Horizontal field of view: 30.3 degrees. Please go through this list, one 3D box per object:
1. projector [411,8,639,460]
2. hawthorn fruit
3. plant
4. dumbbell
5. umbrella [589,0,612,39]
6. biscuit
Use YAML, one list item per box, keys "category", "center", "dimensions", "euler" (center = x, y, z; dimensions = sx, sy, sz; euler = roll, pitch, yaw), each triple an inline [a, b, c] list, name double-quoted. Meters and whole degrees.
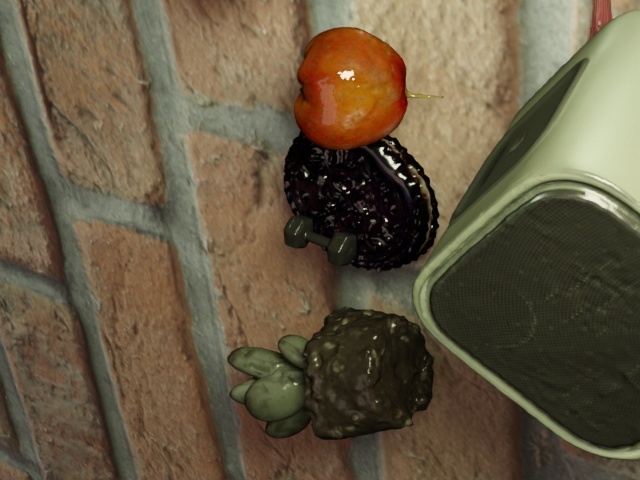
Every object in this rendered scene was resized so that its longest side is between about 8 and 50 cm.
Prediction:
- category: "projector"
  center: [0.257, -0.005, 0.987]
  dimensions: [0.248, 0.249, 0.248]
  euler: [39, 139, -3]
- category: "hawthorn fruit"
  center: [0.033, -0.149, 1.189]
  dimensions: [0.125, 0.140, 0.125]
  euler: [-23, 63, 54]
- category: "plant"
  center: [0.003, 0.164, 1.433]
  dimensions: [0.274, 0.149, 0.146]
  euler: [-16, 91, 44]
- category: "dumbbell"
  center: [0.000, 0.000, 1.304]
  dimensions: [0.083, 0.036, 0.040]
  euler: [22, 133, 28]
- category: "umbrella"
  center: [0.250, -0.175, 1.052]
  dimensions: [0.027, 0.025, 0.165]
  euler: [28, 136, 46]
- category: "biscuit"
  center: [0.043, -0.049, 1.299]
  dimensions: [0.194, 0.053, 0.195]
  euler: [23, 133, 27]
